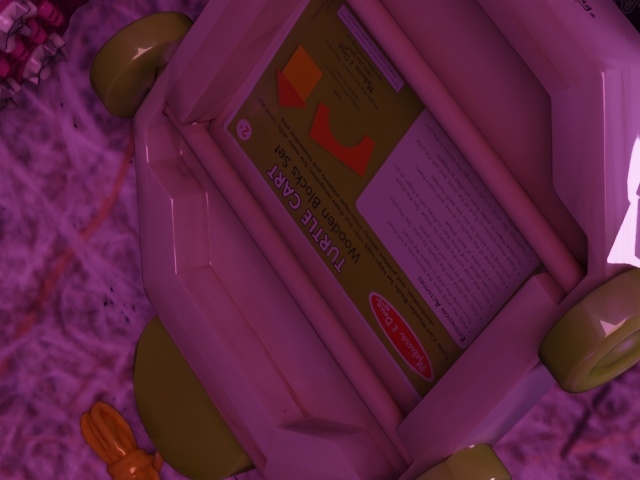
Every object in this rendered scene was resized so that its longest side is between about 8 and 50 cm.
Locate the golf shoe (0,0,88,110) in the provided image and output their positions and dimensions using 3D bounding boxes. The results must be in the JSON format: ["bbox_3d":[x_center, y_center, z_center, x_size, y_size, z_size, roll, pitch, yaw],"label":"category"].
[{"bbox_3d":[-0.138,-0.183,0.866,0.140,0.115,0.306,29,78,5],"label":"golf shoe"}]

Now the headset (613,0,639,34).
[{"bbox_3d":[0.170,-0.109,0.838,0.394,0.243,0.185,-4,80,20],"label":"headset"}]

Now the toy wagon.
[{"bbox_3d":[0.000,0.000,0.826,0.068,0.344,0.267,-13,60,-44],"label":"toy wagon"}]
